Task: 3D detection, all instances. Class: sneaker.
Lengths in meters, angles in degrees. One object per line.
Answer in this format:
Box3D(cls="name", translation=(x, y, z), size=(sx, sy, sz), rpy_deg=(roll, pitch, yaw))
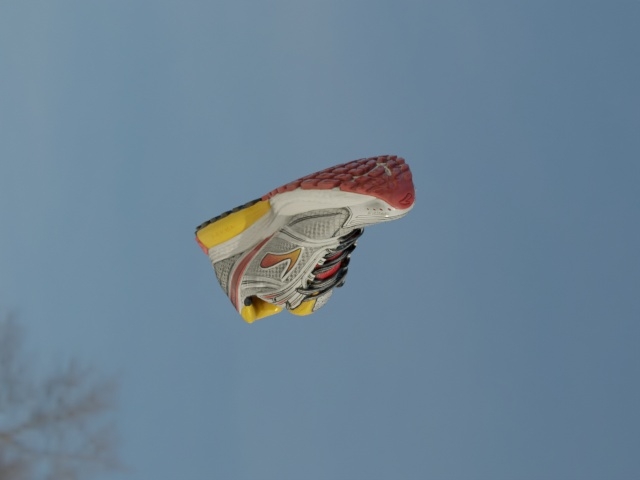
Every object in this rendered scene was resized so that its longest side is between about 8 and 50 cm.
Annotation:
Box3D(cls="sneaker", translation=(0.000, 0.000, 1.441), size=(0.225, 0.088, 0.093), rpy_deg=(-25, -94, 55))
